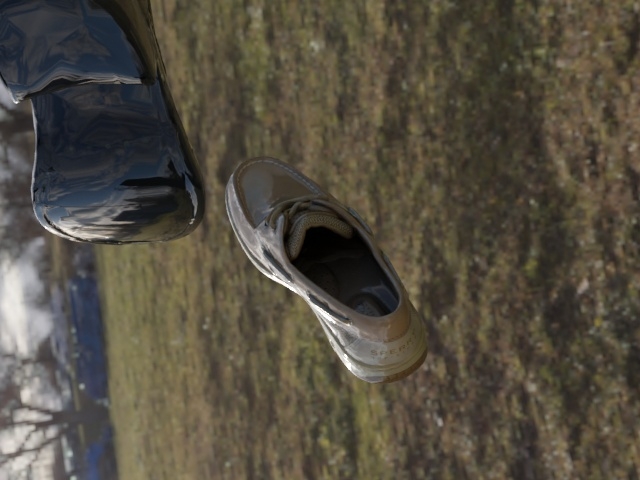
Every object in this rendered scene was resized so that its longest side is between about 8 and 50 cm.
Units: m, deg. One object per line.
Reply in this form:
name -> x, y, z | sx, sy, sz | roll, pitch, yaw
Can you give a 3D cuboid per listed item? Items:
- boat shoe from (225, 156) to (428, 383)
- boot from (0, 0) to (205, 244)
boat shoe -> 0.000, 0.000, 1.185 | 0.341, 0.122, 0.110 | 47, 161, 38
boot -> -0.111, -0.142, 0.595 | 0.263, 0.091, 0.229 | 92, 175, -59
